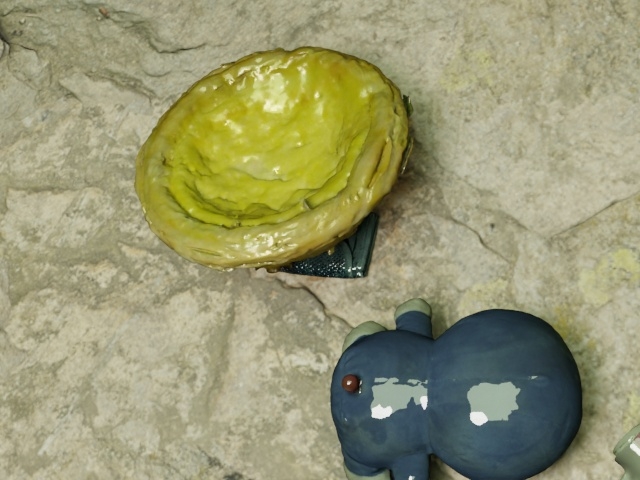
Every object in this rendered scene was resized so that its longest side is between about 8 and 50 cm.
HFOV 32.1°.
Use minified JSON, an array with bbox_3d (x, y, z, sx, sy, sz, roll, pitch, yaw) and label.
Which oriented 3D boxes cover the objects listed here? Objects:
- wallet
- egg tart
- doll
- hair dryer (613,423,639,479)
[{"bbox_3d":[0.000,0.000,1.319,0.129,0.026,0.088,6,70,25],"label":"wallet"},{"bbox_3d":[-0.045,-0.084,1.292,0.345,0.132,0.345,-11,48,13],"label":"egg tart"},{"bbox_3d":[0.136,0.158,1.142,0.258,0.154,0.228,-3,64,14],"label":"doll"},{"bbox_3d":[0.302,0.263,1.085,0.154,0.054,0.106,-46,64,11],"label":"hair dryer"}]
